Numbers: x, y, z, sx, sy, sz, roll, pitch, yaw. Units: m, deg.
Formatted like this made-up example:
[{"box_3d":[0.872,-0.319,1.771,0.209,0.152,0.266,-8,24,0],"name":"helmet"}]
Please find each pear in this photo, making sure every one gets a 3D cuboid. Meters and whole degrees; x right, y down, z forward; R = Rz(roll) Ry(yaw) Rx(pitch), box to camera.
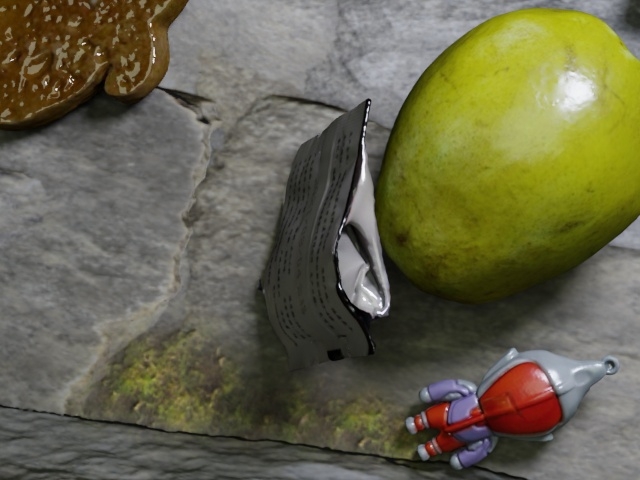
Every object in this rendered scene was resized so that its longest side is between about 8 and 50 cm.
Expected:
[{"box_3d":[0.193,-0.082,1.278,0.253,0.253,0.307,42,107,11],"name":"pear"}]

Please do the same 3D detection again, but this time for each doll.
[{"box_3d":[0.197,0.165,1.329,0.227,0.075,0.102,-26,94,14],"name":"doll"}]

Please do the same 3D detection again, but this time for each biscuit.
[{"box_3d":[-0.283,-0.284,1.461,0.367,0.063,0.314,-43,82,0],"name":"biscuit"}]

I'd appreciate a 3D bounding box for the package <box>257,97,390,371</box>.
[{"box_3d":[0.000,0.000,1.314,0.062,0.204,0.251,5,79,-24],"name":"package"}]
